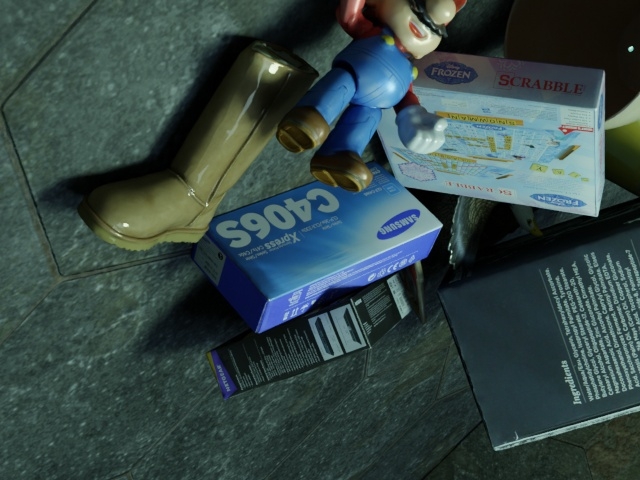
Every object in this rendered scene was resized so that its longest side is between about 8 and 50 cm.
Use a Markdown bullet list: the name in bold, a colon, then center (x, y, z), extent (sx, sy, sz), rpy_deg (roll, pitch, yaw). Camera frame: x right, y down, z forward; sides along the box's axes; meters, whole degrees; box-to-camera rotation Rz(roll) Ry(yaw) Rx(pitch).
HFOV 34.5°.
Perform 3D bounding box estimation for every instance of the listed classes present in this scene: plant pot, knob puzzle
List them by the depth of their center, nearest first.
- **plant pot**: center (0.440, -0.291, 1.511), extent (0.191, 0.284, 0.284), rpy_deg (4, 130, -39)
- **knob puzzle**: center (0.135, 0.022, 1.752), extent (0.030, 0.213, 0.213), rpy_deg (-12, 148, -6)
- **plant pot**: center (0.556, -0.214, 1.892), extent (0.254, 0.239, 0.254), rpy_deg (-34, 154, -19)

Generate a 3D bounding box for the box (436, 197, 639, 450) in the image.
- **box**: center (0.486, 0.115, 1.814), extent (0.472, 0.297, 0.480), rpy_deg (-20, -179, 11)

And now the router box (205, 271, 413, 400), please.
- **router box**: center (-0.006, 0.139, 1.606), extent (0.243, 0.081, 0.309), rpy_deg (-22, 180, 17)

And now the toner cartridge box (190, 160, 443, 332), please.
- **toner cartridge box**: center (0.000, 0.000, 1.514), extent (0.348, 0.165, 0.075), rpy_deg (-22, 148, -37)

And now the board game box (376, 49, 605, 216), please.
- **board game box**: center (0.239, -0.151, 1.462), extent (0.318, 0.319, 0.066), rpy_deg (60, 44, -62)

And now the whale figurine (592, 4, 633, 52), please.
- **whale figurine**: center (0.440, -0.313, 1.686), extent (0.272, 0.141, 0.216), rpy_deg (-31, 153, -18)

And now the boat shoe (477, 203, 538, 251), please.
- **boat shoe**: center (0.342, -0.048, 1.990), extent (0.307, 0.110, 0.104), rpy_deg (-32, 159, -10)

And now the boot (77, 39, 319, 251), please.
- **boot**: center (-0.145, -0.119, 1.225), extent (0.269, 0.089, 0.236), rpy_deg (-52, 163, 19)

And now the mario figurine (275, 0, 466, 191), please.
- **mario figurine**: center (0.086, -0.222, 1.214), extent (0.320, 0.170, 0.198), rpy_deg (-60, 160, -18)

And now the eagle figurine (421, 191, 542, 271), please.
- **eagle figurine**: center (0.288, -0.083, 1.742), extent (0.298, 0.225, 0.226), rpy_deg (-29, 138, -6)
